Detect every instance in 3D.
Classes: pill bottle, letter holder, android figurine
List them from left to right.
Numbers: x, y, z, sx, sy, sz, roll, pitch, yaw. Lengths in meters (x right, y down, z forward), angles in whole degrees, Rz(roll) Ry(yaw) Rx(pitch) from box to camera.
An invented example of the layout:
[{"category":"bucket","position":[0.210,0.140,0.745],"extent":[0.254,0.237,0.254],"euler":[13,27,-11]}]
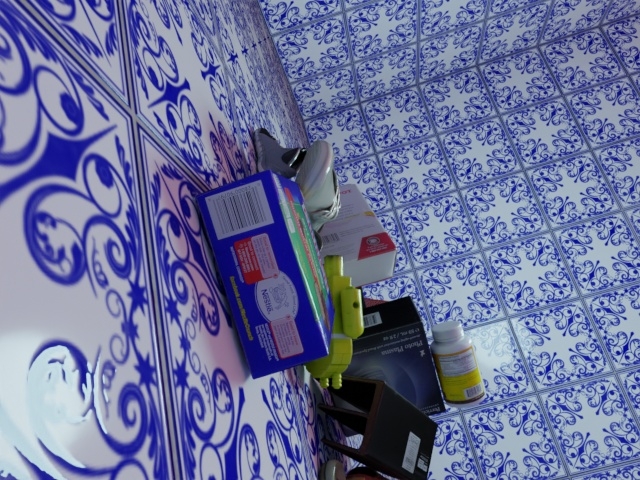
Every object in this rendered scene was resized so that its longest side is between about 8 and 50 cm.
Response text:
[{"category":"android figurine","position":[0.015,0.175,1.020],"extent":[0.248,0.056,0.273],"euler":[145,-53,-60]},{"category":"letter holder","position":[0.106,0.438,1.113],"extent":[0.302,0.214,0.152],"euler":[46,54,-40]},{"category":"pill bottle","position":[0.371,0.336,1.307],"extent":[0.117,0.117,0.215],"euler":[-47,122,-84]}]

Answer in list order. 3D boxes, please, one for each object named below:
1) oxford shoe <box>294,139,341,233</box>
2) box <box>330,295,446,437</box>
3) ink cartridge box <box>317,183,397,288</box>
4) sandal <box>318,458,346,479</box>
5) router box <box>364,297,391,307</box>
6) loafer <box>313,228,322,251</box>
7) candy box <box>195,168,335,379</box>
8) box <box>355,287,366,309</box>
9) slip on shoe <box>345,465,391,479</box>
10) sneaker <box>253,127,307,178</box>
[{"category":"oxford shoe","position":[-0.009,-0.106,1.129],"extent":[0.449,0.130,0.169],"euler":[124,-9,-75]},{"category":"box","position":[0.168,0.356,1.354],"extent":[0.183,0.296,0.294],"euler":[-92,164,-73]},{"category":"ink cartridge box","position":[0.056,-0.009,1.385],"extent":[0.306,0.225,0.131],"euler":[-116,-164,-45]},{"category":"sandal","position":[0.064,0.532,0.825],"extent":[0.120,0.086,0.303],"euler":[67,8,-52]},{"category":"router box","position":[0.171,0.358,1.586],"extent":[0.301,0.082,0.336],"euler":[1,-67,48]},{"category":"loafer","position":[-0.046,0.026,1.124],"extent":[0.319,0.111,0.112],"euler":[61,13,-70]},{"category":"candy box","position":[-0.067,0.039,0.787],"extent":[0.317,0.122,0.269],"euler":[-48,121,-86]},{"category":"box","position":[0.049,0.161,1.443],"extent":[0.093,0.155,0.158],"euler":[-102,178,-58]},{"category":"slip on shoe","position":[0.110,0.572,1.099],"extent":[0.331,0.122,0.101],"euler":[52,18,-64]},{"category":"sneaker","position":[-0.099,-0.227,1.247],"extent":[0.086,0.132,0.229],"euler":[68,8,-48]}]
